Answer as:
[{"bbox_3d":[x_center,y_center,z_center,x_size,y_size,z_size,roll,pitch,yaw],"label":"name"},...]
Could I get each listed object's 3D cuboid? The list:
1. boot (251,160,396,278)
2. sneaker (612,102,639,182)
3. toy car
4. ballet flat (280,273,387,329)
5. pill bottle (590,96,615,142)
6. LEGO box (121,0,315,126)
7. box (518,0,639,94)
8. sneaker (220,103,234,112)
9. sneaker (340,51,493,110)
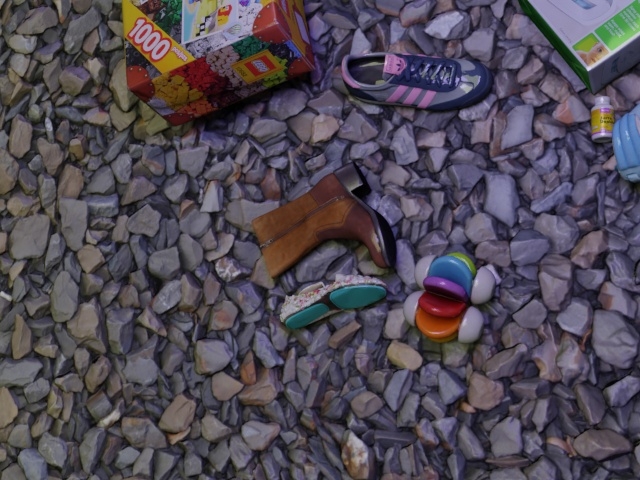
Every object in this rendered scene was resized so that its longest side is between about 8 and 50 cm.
[{"bbox_3d":[0.000,0.000,1.621,0.280,0.096,0.264,-31,69,14],"label":"boot"},{"bbox_3d":[0.662,-0.135,1.377,0.319,0.127,0.208,47,141,-4],"label":"sneaker"},{"bbox_3d":[0.241,0.107,1.475,0.159,0.136,0.181,16,85,25],"label":"toy car"},{"bbox_3d":[0.021,0.112,1.599,0.241,0.091,0.077,-20,47,13],"label":"ballet flat"},{"bbox_3d":[0.544,-0.233,1.475,0.043,0.043,0.083,-3,78,22],"label":"pill bottle"},{"bbox_3d":[-0.249,-0.564,1.751,0.373,0.193,0.500,-19,63,18],"label":"LEGO box"},{"bbox_3d":[0.545,-0.463,1.482,0.231,0.127,0.262,-35,67,14],"label":"box"},{"bbox_3d":[-0.219,-0.387,1.814,0.075,0.057,0.161,29,94,19],"label":"sneaker"},{"bbox_3d":[0.192,-0.339,1.594,0.319,0.131,0.112,2,79,23],"label":"sneaker"}]
